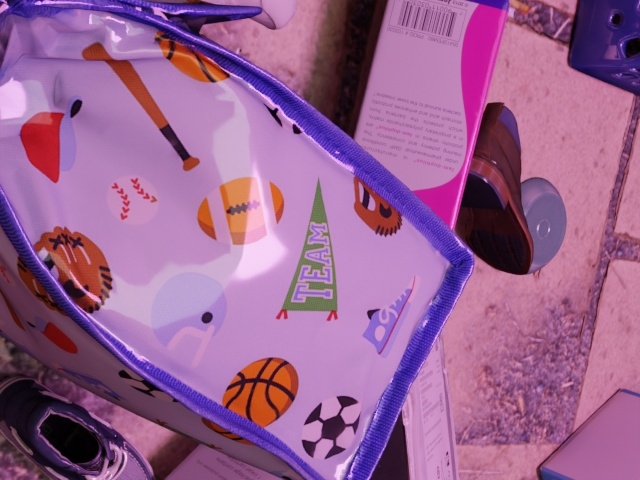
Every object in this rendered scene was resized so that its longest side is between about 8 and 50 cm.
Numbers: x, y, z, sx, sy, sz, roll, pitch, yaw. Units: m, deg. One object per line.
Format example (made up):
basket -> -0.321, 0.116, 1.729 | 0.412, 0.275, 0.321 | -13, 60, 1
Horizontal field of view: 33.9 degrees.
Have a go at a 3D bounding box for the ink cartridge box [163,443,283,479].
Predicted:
ink cartridge box -> -0.093, 0.331, 0.943 | 0.306, 0.131, 0.226 | -45, 135, -26

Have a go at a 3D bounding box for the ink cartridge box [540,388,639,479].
ink cartridge box -> 0.446, 0.380, 1.390 | 0.197, 0.198, 0.270 | -34, 121, -31

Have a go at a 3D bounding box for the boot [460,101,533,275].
boot -> 0.204, -0.051, 1.155 | 0.106, 0.082, 0.219 | -66, 149, -24

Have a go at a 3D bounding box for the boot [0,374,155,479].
boot -> -0.191, 0.184, 0.871 | 0.190, 0.086, 0.069 | 45, 70, -38

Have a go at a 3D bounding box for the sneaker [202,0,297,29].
sneaker -> -0.124, -0.219, 0.846 | 0.232, 0.090, 0.115 | 28, 88, -32

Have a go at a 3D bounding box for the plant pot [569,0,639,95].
plant pot -> 0.463, -0.289, 1.240 | 0.236, 0.212, 0.236 | 8, 94, -41

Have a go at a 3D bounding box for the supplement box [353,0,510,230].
supplement box -> 0.095, -0.124, 1.002 | 0.111, 0.114, 0.220 | 14, 90, 2

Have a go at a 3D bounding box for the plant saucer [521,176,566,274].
plant saucer -> 0.260, -0.015, 1.255 | 0.119, 0.021, 0.119 | -10, 106, -38

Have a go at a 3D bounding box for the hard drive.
hard drive -> 0.078, 0.158, 0.990 | 0.237, 0.064, 0.339 | 2, 82, -75

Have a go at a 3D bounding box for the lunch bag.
lunch bag -> -0.143, -0.031, 0.702 | 0.385, 0.328, 0.239 | 37, 73, -36
